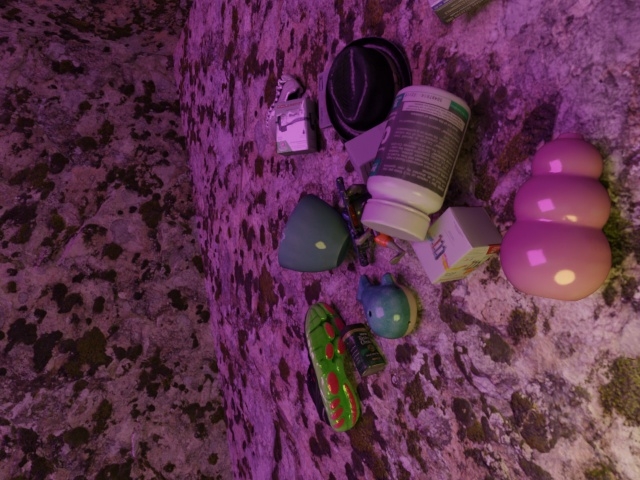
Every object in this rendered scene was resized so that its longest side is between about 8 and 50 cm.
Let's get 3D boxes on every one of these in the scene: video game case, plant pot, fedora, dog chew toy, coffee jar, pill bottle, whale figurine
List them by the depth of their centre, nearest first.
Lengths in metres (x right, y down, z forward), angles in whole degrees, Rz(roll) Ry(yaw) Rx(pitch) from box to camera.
[{"bbox_3d":[0.487,-0.050,0.953,0.206,0.206,0.333,12,95,57],"label":"dog chew toy"},{"bbox_3d":[0.241,-0.192,1.213,0.204,0.204,0.362,12,81,57],"label":"pill bottle"},{"bbox_3d":[0.116,-0.468,1.439,0.333,0.152,0.335,3,96,31],"label":"fedora"},{"bbox_3d":[0.185,0.205,1.504,0.272,0.141,0.217,35,122,52],"label":"whale figurine"},{"bbox_3d":[0.144,0.375,1.631,0.185,0.096,0.079,59,136,35],"label":"coffee jar"},{"bbox_3d":[0.000,0.000,1.698,0.195,0.290,0.291,23,118,16],"label":"plant pot"},{"bbox_3d":[0.052,-0.542,1.752,0.193,0.023,0.213,2,94,58],"label":"video game case"}]

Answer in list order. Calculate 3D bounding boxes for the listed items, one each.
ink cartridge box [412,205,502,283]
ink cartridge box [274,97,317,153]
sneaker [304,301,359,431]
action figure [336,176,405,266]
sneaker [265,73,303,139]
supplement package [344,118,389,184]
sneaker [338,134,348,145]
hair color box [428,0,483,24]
[{"bbox_3d":[0.356,0.012,1.222,0.176,0.128,0.128,-54,50,47],"label":"ink cartridge box"},{"bbox_3d":[-0.100,-0.457,1.888,0.152,0.086,0.209,-3,90,25],"label":"ink cartridge box"},{"bbox_3d":[0.005,0.479,1.785,0.202,0.185,0.484,-21,74,53],"label":"sneaker"},{"bbox_3d":[0.184,-0.056,1.522,0.330,0.178,0.342,48,159,54],"label":"action figure"},{"bbox_3d":[-0.154,-0.559,2.013,0.118,0.110,0.292,48,133,33],"label":"sneaker"},{"bbox_3d":[0.181,-0.270,1.408,0.105,0.179,0.105,64,-177,31],"label":"supplement package"},{"bbox_3d":[0.121,-0.434,1.591,0.130,0.087,0.228,22,107,62],"label":"sneaker"},{"bbox_3d":[0.326,-0.743,1.157,0.185,0.110,0.339,-23,74,32],"label":"hair color box"}]
